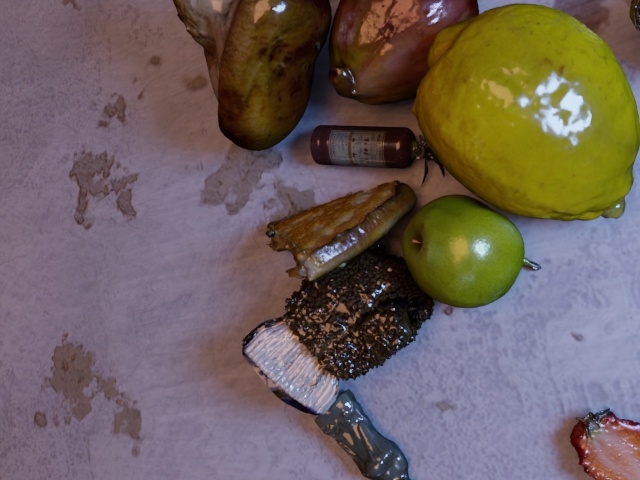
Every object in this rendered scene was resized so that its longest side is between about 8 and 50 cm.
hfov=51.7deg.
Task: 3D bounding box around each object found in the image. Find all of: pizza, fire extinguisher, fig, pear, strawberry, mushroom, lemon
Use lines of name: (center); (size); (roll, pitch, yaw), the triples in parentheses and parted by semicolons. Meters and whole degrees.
pizza: (0.000, 0.000, 1.072); (0.288, 0.251, 0.074); (-17, 106, 29)
fire extinguisher: (0.100, -0.146, 1.127); (0.231, 0.071, 0.099); (8, 116, 25)
fig: (0.123, -0.339, 1.058); (0.224, 0.224, 0.263); (50, 114, 22)
pear: (0.233, 0.016, 0.997); (0.180, 0.216, 0.166); (-156, 70, -68)
strawberry: (0.420, 0.302, 0.930); (0.104, 0.048, 0.152); (-42, 82, 9)
mushroom: (-0.126, -0.339, 1.108); (0.260, 0.345, 0.345); (10, 88, -13)
lemon: (0.290, -0.175, 0.921); (0.316, 0.285, 0.285); (23, 94, 26)

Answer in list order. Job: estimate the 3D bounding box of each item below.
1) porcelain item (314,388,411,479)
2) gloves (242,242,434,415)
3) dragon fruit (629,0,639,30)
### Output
porcelain item: (0.086, 0.350, 1.081); (0.081, 0.069, 0.215); (-46, 72, 9)
gloves: (0.040, 0.135, 1.057); (0.312, 0.135, 0.210); (-46, 62, -2)
dragon fruit: (0.554, -0.304, 0.846); (0.282, 0.211, 0.147); (-20, 87, 5)
